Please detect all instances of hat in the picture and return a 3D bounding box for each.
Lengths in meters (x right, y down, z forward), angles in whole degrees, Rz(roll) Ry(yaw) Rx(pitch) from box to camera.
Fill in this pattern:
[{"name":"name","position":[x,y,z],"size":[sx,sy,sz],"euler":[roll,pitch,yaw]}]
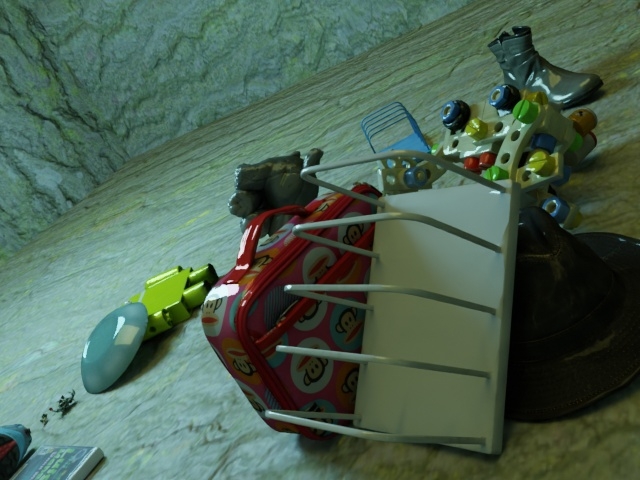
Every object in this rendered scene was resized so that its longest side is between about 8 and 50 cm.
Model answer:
[{"name":"hat","position":[0.240,0.042,0.792],"size":[0.331,0.134,0.331],"euler":[-25,21,10]}]

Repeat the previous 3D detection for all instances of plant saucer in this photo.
[{"name":"plant saucer","position":[-0.408,0.196,1.332],"size":[0.194,0.037,0.195],"euler":[-32,37,29]}]

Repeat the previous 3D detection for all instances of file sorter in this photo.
[{"name":"file sorter","position":[0.164,-0.231,1.549],"size":[0.118,0.105,0.170],"euler":[-27,21,7]},{"name":"file sorter","position":[0.070,0.061,0.721],"size":[0.192,0.173,0.278],"euler":[-5,74,48]}]

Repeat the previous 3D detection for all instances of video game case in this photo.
[{"name":"video game case","position":[-0.443,0.390,1.056],"size":[0.173,0.022,0.190],"euler":[-12,27,39]}]

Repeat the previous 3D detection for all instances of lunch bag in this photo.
[{"name":"lunch bag","position":[-0.002,0.069,0.871],"size":[0.120,0.258,0.293],"euler":[-5,33,49]}]

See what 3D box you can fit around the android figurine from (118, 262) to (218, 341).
[{"name":"android figurine","position":[-0.346,0.138,1.457],"size":[0.272,0.056,0.248],"euler":[-25,22,9]}]

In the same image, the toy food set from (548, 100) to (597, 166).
[{"name":"toy food set","position":[0.379,-0.187,1.152],"size":[0.104,0.111,0.232],"euler":[-39,20,-22]}]

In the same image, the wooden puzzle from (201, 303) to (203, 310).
[{"name":"wooden puzzle","position":[0.012,0.043,1.180],"size":[0.322,0.081,0.348],"euler":[-5,27,47]}]

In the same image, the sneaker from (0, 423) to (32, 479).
[{"name":"sneaker","position":[-0.610,0.399,1.193],"size":[0.261,0.104,0.125],"euler":[-25,4,2]}]

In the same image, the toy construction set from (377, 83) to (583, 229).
[{"name":"toy construction set","position":[0.239,-0.118,1.032],"size":[0.327,0.151,0.215],"euler":[1,73,43]}]

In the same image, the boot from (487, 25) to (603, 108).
[{"name":"boot","position":[0.431,-0.347,1.376],"size":[0.083,0.161,0.246],"euler":[-37,22,-16]}]

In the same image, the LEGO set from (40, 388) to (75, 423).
[{"name":"LEGO set","position":[-0.486,0.313,1.298],"size":[0.083,0.023,0.054],"euler":[-38,16,18]}]

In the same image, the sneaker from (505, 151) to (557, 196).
[{"name":"sneaker","position":[0.317,-0.111,1.093],"size":[0.051,0.089,0.170],"euler":[-26,21,10]}]

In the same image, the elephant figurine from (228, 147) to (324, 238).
[{"name":"elephant figurine","position":[-0.065,-0.083,1.273],"size":[0.185,0.170,0.239],"euler":[5,6,13]}]
